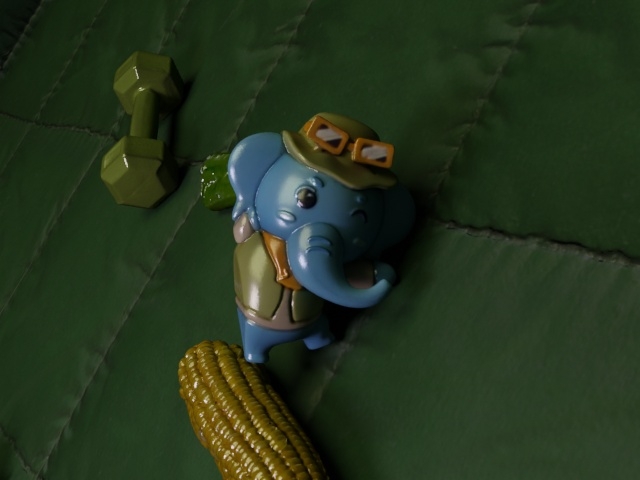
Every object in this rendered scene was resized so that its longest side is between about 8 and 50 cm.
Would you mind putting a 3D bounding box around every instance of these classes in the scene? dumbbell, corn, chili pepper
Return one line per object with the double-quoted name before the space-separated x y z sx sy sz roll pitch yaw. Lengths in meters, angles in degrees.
"dumbbell" -0.286 -0.185 1.572 0.121 0.108 0.302 -36 37 29
"corn" -0.065 0.195 0.958 0.102 0.102 0.313 -54 33 3
"chili pepper" -0.051 -0.085 1.211 0.359 0.076 0.085 -2 79 56

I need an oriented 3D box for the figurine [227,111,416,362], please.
"figurine" -0.002 -0.001 0.996 0.180 0.154 0.262 7 96 16
